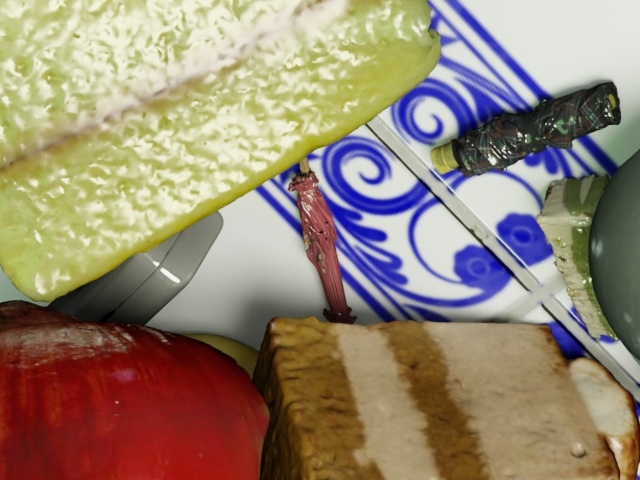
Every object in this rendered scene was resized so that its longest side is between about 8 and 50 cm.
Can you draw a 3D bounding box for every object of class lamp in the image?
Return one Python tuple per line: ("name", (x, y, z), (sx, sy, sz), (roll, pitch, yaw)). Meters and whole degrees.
("lamp", (0.278, 0.037, 1.336), (0.182, 0.182, 0.314), (9, 156, 17))

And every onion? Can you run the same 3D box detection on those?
("onion", (-0.197, 0.204, 1.377), (0.341, 0.341, 0.341), (11, 124, 16))

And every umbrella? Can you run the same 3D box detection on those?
("umbrella", (0.000, 0.000, 1.482), (0.027, 0.025, 0.165), (-13, 119, 4))
("umbrella", (0.141, -0.073, 1.369), (0.144, 0.040, 0.037), (-19, 124, 32))

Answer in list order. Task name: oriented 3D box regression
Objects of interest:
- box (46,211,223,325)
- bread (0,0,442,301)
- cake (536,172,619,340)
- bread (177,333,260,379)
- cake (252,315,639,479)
("box", (-0.173, 0.056, 1.537), (0.055, 0.103, 0.244), (40, 127, -10))
("bread", (-0.105, -0.149, 1.414), (0.362, 0.245, 0.233), (-25, 110, 1))
("cake", (0.196, 0.012, 1.409), (0.051, 0.055, 0.140), (-5, 136, 23))
("bread", (-0.102, 0.171, 1.584), (0.213, 0.104, 0.213), (9, 125, 14))
("cake", (0.093, 0.178, 1.434), (0.293, 0.196, 0.198), (-1, 127, -15))
